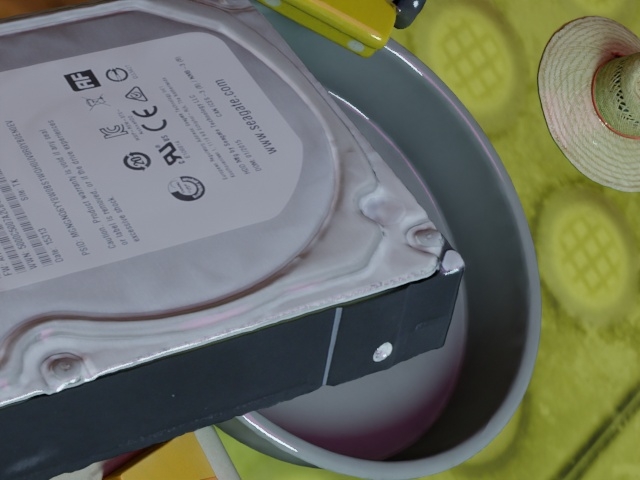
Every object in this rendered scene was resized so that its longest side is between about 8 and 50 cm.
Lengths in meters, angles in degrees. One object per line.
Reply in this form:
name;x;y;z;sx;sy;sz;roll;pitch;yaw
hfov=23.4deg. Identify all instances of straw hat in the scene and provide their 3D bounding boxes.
straw hat;0.229;-0.105;1.107;0.144;0.061;0.144;12;69;-34

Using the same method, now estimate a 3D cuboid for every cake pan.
cake pan;0.000;0.000;0.880;0.293;0.054;0.293;18;57;-31

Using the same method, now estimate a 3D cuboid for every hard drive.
hard drive;-0.140;-0.004;0.673;0.339;0.064;0.237;-16;48;-24

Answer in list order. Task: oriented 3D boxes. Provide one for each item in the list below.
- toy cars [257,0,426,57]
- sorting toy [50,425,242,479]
toy cars;-0.028;-0.277;0.935;0.176;0.087;0.394;-14;74;-32
sorting toy;-0.081;0.188;0.772;0.208;0.038;0.193;-33;97;-50
